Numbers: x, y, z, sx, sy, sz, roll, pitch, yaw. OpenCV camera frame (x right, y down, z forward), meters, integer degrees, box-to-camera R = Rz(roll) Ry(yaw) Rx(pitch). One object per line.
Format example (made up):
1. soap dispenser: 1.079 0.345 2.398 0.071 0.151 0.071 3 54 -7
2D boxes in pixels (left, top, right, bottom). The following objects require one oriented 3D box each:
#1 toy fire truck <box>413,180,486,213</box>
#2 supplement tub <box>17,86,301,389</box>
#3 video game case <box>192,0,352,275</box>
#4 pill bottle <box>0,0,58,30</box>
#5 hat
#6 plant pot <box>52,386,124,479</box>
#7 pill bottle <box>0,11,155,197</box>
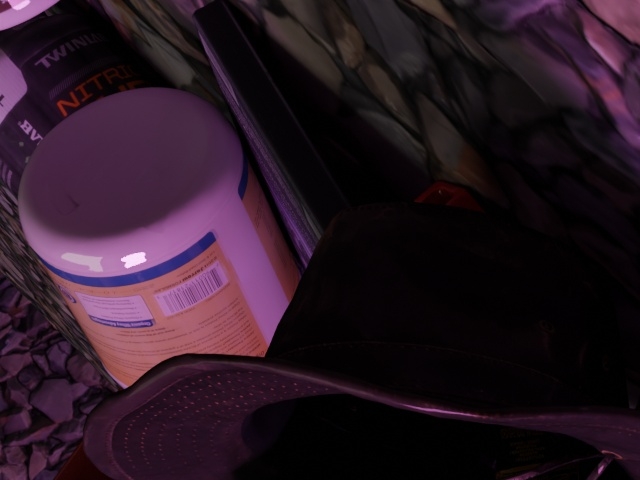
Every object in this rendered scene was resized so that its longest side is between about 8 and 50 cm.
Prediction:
1. toy fire truck: 0.074 0.035 1.059 0.135 0.047 0.192 50 169 -8
2. supplement tub: -0.094 0.016 1.202 0.144 0.144 0.200 37 160 41
3. video game case: 0.000 0.000 1.146 0.196 0.026 0.274 59 175 28
4. pill bottle: -0.219 -0.231 1.069 0.215 0.117 0.117 55 166 -31
5. hat: 0.060 0.061 0.891 0.331 0.134 0.331 7 161 2
6. plant pot: -0.065 0.215 1.651 0.236 0.267 0.267 38 173 -14
7. pill bottle: -0.175 -0.076 1.373 0.246 0.130 0.130 46 168 11
